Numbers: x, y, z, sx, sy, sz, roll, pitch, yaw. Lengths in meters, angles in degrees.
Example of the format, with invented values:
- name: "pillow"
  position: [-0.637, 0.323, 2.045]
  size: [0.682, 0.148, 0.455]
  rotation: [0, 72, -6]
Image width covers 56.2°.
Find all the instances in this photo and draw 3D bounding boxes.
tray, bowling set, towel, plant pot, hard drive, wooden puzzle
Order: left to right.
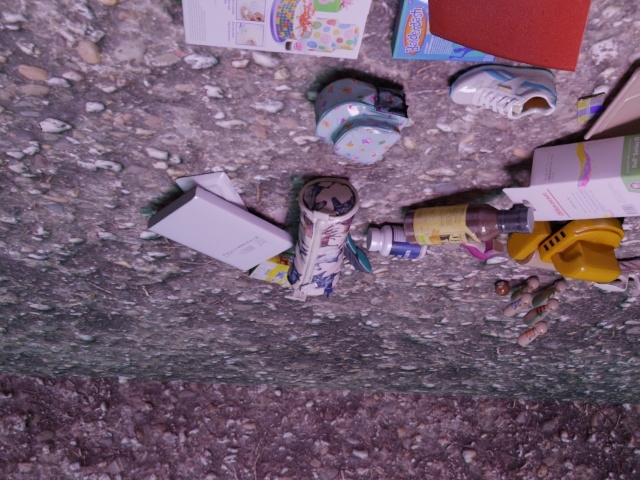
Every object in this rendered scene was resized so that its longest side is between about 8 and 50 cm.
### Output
- name: "tray"
  position: [-0.291, -0.095, 1.694]
  size: [0.145, 0.030, 0.270]
  rotation: [-6, 148, 11]
- name: "hard drive"
  position: [-0.284, -0.024, 1.738]
  size: [0.233, 0.047, 0.353]
  rotation: [-27, 141, 36]
- name: "plant pot"
  position: [0.290, -0.448, 0.930]
  size: [0.235, 0.268, 0.267]
  rotation: [3, 150, 15]
- name: "bowling set"
  position: [0.713, 0.202, 2.073]
  size: [0.200, 0.287, 0.154]
  rotation: [39, 134, 0]
- name: "towel"
  position: [0.624, -0.305, 1.387]
  size: [0.060, 0.009, 0.083]
  rotation: [-11, 147, 14]
- name: "wooden puzzle"
  position: [0.755, -0.306, 1.365]
  size: [0.238, 0.044, 0.221]
  rotation: [0, 148, -11]

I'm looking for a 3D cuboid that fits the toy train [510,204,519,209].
- name: "toy train"
  position: [0.552, -0.059, 1.773]
  size: [0.036, 0.027, 0.158]
  rotation: [6, 149, -17]

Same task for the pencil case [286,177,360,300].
- name: "pencil case"
  position: [0.000, 0.000, 1.690]
  size: [0.159, 0.184, 0.410]
  rotation: [13, 142, 1]

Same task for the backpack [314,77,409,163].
- name: "backpack"
  position: [0.081, -0.264, 1.321]
  size: [0.188, 0.145, 0.166]
  rotation: [18, 150, -23]

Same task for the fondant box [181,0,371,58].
- name: "fondant box"
  position: [-0.075, -0.453, 1.049]
  size: [0.330, 0.096, 0.238]
  rotation: [4, 148, -6]

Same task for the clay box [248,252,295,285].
- name: "clay box"
  position: [-0.112, 0.096, 1.989]
  size: [0.221, 0.053, 0.127]
  rotation: [14, 146, -25]

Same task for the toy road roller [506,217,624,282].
- name: "toy road roller"
  position: [0.711, 0.030, 1.717]
  size: [0.202, 0.241, 0.329]
  rotation: [10, 147, -16]

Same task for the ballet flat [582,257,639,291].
- name: "ballet flat"
  position: [1.024, 0.119, 2.000]
  size: [0.315, 0.106, 0.108]
  rotation: [-5, 148, 6]

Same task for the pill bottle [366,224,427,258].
- name: "pill bottle"
  position: [0.227, 0.003, 1.804]
  size: [0.169, 0.094, 0.094]
  rotation: [5, 148, -9]

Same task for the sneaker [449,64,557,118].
- name: "sneaker"
  position: [0.393, -0.315, 1.288]
  size: [0.228, 0.092, 0.087]
  rotation: [-1, 150, 3]

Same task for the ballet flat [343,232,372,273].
- name: "ballet flat"
  position: [0.094, 0.044, 1.894]
  size: [0.074, 0.074, 0.203]
  rotation: [-15, 140, 22]

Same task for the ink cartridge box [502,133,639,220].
- name: "ink cartridge box"
  position: [0.662, -0.147, 1.490]
  size: [0.353, 0.119, 0.207]
  rotation: [-3, 154, 41]

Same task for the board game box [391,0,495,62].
- name: "board game box"
  position: [0.251, -0.421, 1.153]
  size: [0.210, 0.047, 0.160]
  rotation: [1, 149, -4]

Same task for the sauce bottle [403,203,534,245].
- name: "sauce bottle"
  position: [0.401, -0.046, 1.643]
  size: [0.344, 0.112, 0.111]
  rotation: [-3, 152, 34]

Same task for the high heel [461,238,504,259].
- name: "high heel"
  position: [0.437, -0.004, 1.833]
  size: [0.244, 0.082, 0.117]
  rotation: [17, 161, -27]
